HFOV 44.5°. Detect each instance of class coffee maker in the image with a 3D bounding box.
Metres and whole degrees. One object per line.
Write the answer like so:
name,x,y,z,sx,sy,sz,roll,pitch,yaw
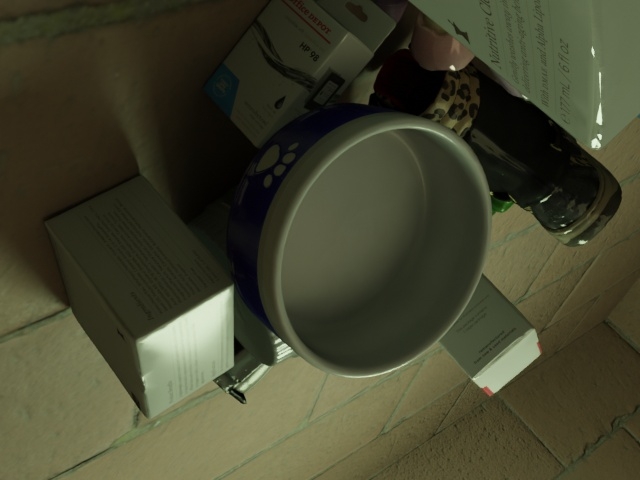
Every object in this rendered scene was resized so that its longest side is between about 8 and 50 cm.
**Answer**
coffee maker,-0.098,0.131,1.148,0.178,0.120,0.171,-42,153,-2

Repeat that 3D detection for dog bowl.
dog bowl,0.043,-0.003,0.791,0.265,0.104,0.265,-13,115,-30

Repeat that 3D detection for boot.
boot,0.198,-0.157,1.026,0.284,0.377,0.138,29,111,-24

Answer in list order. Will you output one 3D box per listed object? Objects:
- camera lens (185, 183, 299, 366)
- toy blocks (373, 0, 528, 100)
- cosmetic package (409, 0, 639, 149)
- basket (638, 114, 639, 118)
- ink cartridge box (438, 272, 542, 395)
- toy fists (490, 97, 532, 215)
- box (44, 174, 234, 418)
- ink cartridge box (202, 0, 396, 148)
camera lens,0.000,0.000,0.968,0.274,0.219,0.219,-31,152,-21
toy blocks,0.220,-0.234,0.768,0.289,0.309,0.260,-21,143,-12
cosmetic package,0.085,-0.265,0.500,0.156,0.385,0.217,-43,151,0
basket,0.415,-0.311,0.985,0.255,0.289,0.201,-40,154,-4
ink cartridge box,0.219,0.097,1.316,0.131,0.306,0.226,-43,154,3
toy fists,0.325,-0.162,1.256,0.279,0.142,0.096,-52,152,20
box,-0.190,0.063,0.849,0.119,0.182,0.181,-31,152,-26
ink cartridge box,-0.023,-0.185,0.789,0.180,0.104,0.060,-49,151,13
